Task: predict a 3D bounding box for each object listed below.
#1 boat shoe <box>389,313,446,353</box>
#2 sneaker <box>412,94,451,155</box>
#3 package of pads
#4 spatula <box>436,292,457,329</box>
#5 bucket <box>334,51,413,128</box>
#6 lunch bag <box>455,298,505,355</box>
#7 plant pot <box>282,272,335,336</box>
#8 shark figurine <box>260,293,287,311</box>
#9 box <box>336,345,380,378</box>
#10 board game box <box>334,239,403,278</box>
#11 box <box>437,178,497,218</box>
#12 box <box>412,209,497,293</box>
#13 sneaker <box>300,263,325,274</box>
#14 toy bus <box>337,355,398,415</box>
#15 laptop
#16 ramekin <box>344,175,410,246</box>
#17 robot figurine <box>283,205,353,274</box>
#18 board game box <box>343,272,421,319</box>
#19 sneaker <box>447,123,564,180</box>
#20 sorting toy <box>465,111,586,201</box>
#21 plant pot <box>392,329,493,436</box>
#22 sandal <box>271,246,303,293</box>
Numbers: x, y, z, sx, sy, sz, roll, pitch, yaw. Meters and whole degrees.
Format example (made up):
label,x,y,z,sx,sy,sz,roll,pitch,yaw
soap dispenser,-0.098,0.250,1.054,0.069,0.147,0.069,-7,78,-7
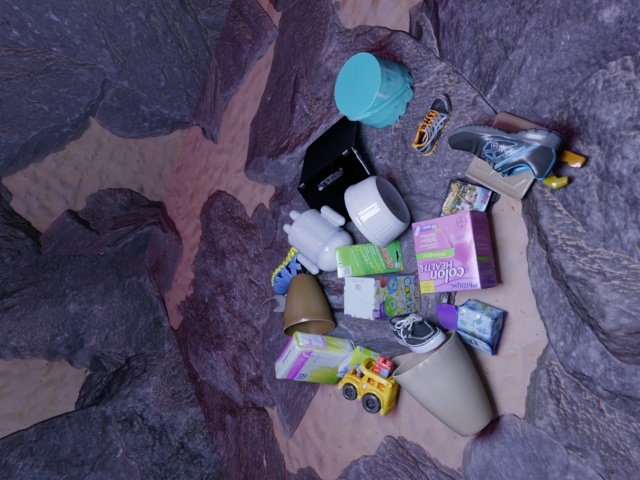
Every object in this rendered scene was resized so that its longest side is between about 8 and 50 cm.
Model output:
label,x,y,z,sx,sy,sz,roll,pitch,yaw
boat shoe,0.326,0.310,1.470,0.105,0.113,0.306,55,172,-3
sneaker,0.397,-0.413,1.502,0.084,0.083,0.215,32,111,46
package of pads,-0.018,0.507,1.803,0.229,0.296,0.101,-59,30,30
spatula,0.443,0.168,1.483,0.084,0.030,0.297,-9,83,50
bucket,0.201,-0.587,1.647,0.281,0.183,0.281,0,90,48
lunch bag,0.514,0.286,1.362,0.128,0.096,0.151,22,124,46
plant pot,-0.068,0.289,1.933,0.237,0.237,0.254,-38,50,41
shark figurine,-0.204,0.328,2.118,0.278,0.116,0.166,26,132,40
box,0.155,0.518,1.745,0.178,0.109,0.042,-54,20,33
board game box,0.192,0.075,1.666,0.259,0.039,0.124,-7,82,9
box,0.483,-0.078,1.429,0.159,0.044,0.233,29,111,44
box,0.432,0.043,1.365,0.213,0.117,0.243,-12,82,46
sneaker,-0.045,0.053,1.965,0.083,0.118,0.222,-29,68,44
toy bus,0.201,0.535,1.636,0.220,0.149,0.212,21,104,28
laptop,0.099,-0.311,1.884,0.382,0.236,0.408,-30,96,45
ramekin,0.223,-0.121,1.571,0.127,0.273,0.273,-35,64,29
robot figurine,0.000,0.000,1.828,0.353,0.199,0.300,37,117,25
board game box,0.232,0.198,1.535,0.144,0.275,0.142,-2,89,48
sneaker,0.530,-0.269,1.263,0.340,0.125,0.140,20,102,46
sorting toy,0.623,-0.240,1.284,0.307,0.041,0.229,43,116,40
plant pot,0.422,0.482,1.369,0.274,0.256,0.256,53,129,12
sandal,-0.137,0.162,2.072,0.138,0.126,0.317,53,128,29
